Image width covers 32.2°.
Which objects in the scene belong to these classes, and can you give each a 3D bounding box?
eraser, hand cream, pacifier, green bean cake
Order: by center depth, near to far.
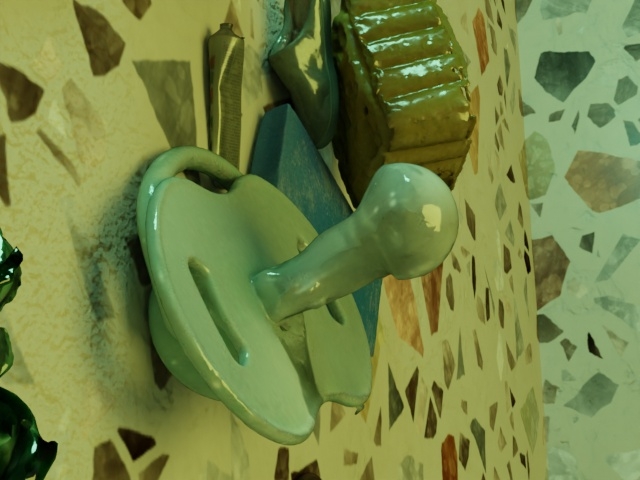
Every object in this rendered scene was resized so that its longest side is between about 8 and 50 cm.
[{"bbox_3d":[-0.009,0.013,0.955,0.288,0.269,0.343,61,18,5],"label":"pacifier"},{"bbox_3d":[-0.094,-0.133,1.100,0.057,0.037,0.165,3,87,-68],"label":"hand cream"},{"bbox_3d":[0.000,0.000,1.264,0.312,0.042,0.144,57,32,-48],"label":"eraser"},{"bbox_3d":[0.083,-0.158,1.283,0.224,0.131,0.230,102,-25,-61],"label":"green bean cake"}]

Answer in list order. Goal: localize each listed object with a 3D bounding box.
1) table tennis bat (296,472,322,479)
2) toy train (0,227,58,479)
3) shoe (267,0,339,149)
[{"bbox_3d":[0.046,0.322,1.173,0.107,0.119,0.170,-58,135,-57],"label":"table tennis bat"},{"bbox_3d":[-0.228,0.077,0.425,0.266,0.201,0.145,-67,163,-52],"label":"toy train"},{"bbox_3d":[-0.029,-0.200,1.244,0.078,0.079,0.195,-1,92,-33],"label":"shoe"}]
